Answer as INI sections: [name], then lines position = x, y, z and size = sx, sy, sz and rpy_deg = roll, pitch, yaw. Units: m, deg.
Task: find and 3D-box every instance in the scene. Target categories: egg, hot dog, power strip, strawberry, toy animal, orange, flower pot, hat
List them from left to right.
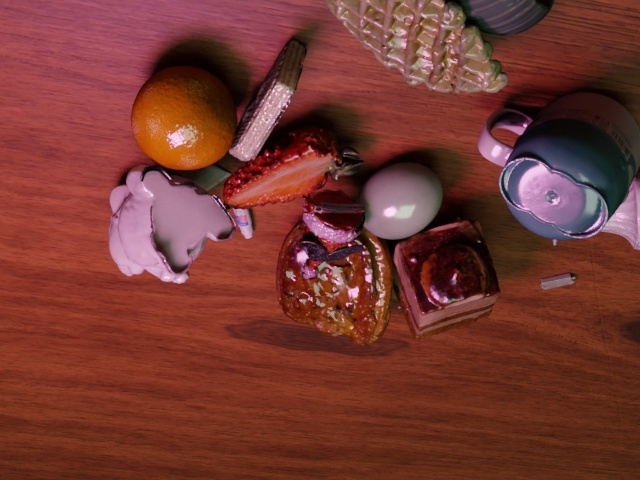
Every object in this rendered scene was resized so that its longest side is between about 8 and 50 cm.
[toy animal]
position = -0.344, -0.032, 1.706
size = 0.357, 0.193, 0.258
rpy_deg = 0, 113, 55
[orange]
position = -0.251, -0.222, 1.547
size = 0.205, 0.206, 0.206
rpy_deg = 1, 139, 1
[strawberry]
position = -0.063, -0.153, 1.647
size = 0.286, 0.106, 0.188
rpy_deg = -17, 159, -5
[hat]
position = -0.001, 0.002, 1.708
size = 0.140, 0.129, 0.227
rpy_deg = -18, 145, -40
[hot dog]
position = 0.040, 0.096, 1.900
size = 0.266, 0.174, 0.388
rpy_deg = 12, 139, 11
[egg]
position = 0.161, -0.081, 1.715
size = 0.149, 0.149, 0.192
rpy_deg = 32, 137, -30
[flower pot]
position = 0.264, -0.426, 1.293
size = 0.157, 0.189, 0.243
rpy_deg = 7, 150, 45
[power strip]
position = 0.565, 0.097, 2.004
size = 0.083, 0.017, 0.027
rpy_deg = -15, 137, 18

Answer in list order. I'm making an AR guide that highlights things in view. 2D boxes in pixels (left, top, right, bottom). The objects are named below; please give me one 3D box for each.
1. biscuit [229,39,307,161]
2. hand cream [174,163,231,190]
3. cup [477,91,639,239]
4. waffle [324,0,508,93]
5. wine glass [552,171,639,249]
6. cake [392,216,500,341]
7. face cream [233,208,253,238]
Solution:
[biscuit]
position = -0.107, -0.239, 1.549
size = 0.052, 0.150, 0.252
rpy_deg = 25, 135, -14
[hand cream]
position = -0.272, -0.156, 1.734
size = 0.076, 0.047, 0.174
rpy_deg = -30, 138, 30
[cup]
position = 0.431, -0.148, 1.551
size = 0.289, 0.257, 0.219
rpy_deg = 31, 129, 12
[waffle]
position = 0.153, -0.336, 1.387
size = 0.291, 0.056, 0.309
rpy_deg = 18, 166, 48
[wine glass]
position = 0.575, -0.054, 1.731
size = 0.196, 0.165, 0.165
rpy_deg = -5, 138, 13
[cake]
position = 0.256, 0.072, 1.774
size = 0.196, 0.199, 0.293
rpy_deg = -15, 161, -1
[face cream]
position = -0.170, -0.052, 1.849
size = 0.034, 0.034, 0.130
rpy_deg = -4, 139, 7
